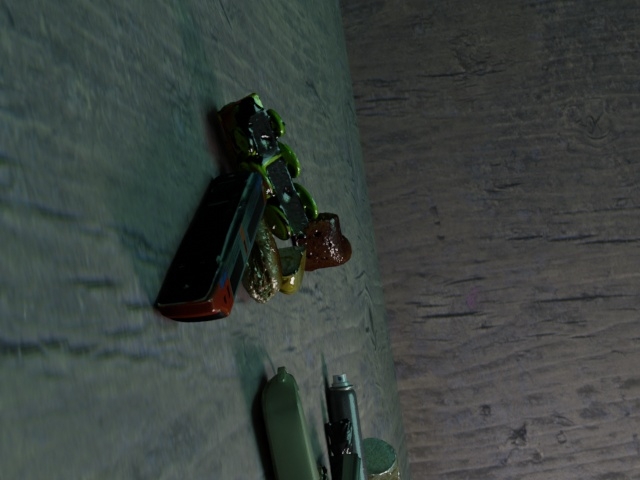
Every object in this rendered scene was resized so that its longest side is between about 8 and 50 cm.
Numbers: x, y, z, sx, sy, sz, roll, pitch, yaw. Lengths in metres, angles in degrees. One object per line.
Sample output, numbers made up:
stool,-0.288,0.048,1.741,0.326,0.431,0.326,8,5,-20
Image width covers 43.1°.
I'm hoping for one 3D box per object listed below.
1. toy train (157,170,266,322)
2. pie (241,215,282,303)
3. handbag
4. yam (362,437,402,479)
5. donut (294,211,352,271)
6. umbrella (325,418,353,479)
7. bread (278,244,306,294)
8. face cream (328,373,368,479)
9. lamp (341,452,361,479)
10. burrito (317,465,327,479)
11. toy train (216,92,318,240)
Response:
toy train,-0.155,0.012,1.249,0.409,0.086,0.089,-81,161,-60
pie,-0.116,0.018,1.491,0.163,0.079,0.193,-98,170,-69
handbag,-0.056,0.369,1.536,0.219,0.079,0.256,-102,-179,-79
yam,0.175,0.681,2.333,0.330,0.133,0.133,70,15,-48
donut,0.001,0.011,2.014,0.144,0.126,0.186,-63,143,-61
umbrella,0.062,0.559,1.996,0.059,0.066,0.235,-3,83,-75
bread,-0.069,0.062,1.678,0.157,0.083,0.094,-80,161,-55
face cream,0.068,0.485,2.073,0.073,0.073,0.283,24,58,-78
lamp,0.058,0.660,1.825,0.269,0.047,0.266,-79,172,-61
burrito,0.006,0.579,1.759,0.051,0.042,0.171,73,10,-65
toy train,-0.106,-0.134,1.513,0.161,0.101,0.296,27,-36,53
